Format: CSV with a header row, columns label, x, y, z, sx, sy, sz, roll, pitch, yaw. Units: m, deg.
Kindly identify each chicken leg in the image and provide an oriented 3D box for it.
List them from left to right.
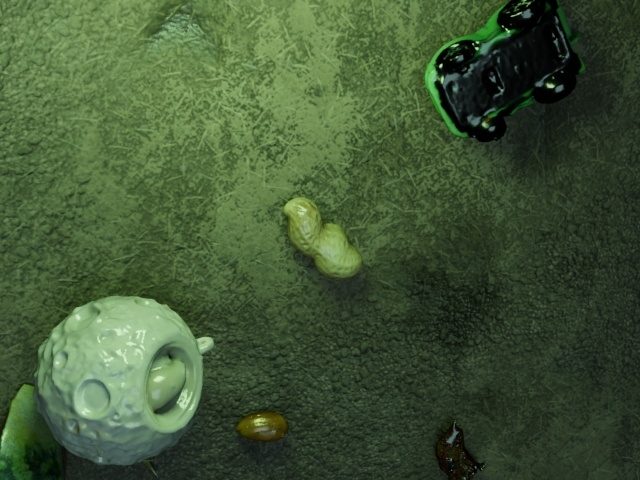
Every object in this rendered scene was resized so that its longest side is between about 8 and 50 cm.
label,x,y,z,sx,sy,sz,roll,pitch,yaw
chicken leg,0.356,0.565,2.079,0.105,0.063,0.234,-35,116,-5

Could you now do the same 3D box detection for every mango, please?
label,x,y,z,sx,sy,sz,roll,pitch,yaw
mango,-0.135,0.442,1.891,0.127,0.063,0.077,6,118,-18

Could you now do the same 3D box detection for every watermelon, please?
label,x,y,z,sx,sy,sz,roll,pitch,yaw
watermelon,-0.645,0.476,1.699,0.193,0.310,0.232,-4,151,-14

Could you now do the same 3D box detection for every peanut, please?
label,x,y,z,sx,sy,sz,roll,pitch,yaw
peanut,0.000,0.000,1.730,0.228,0.085,0.104,43,87,-25

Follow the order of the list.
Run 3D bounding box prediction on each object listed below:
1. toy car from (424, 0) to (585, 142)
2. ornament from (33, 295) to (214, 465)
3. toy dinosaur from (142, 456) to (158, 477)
label,x,y,z,sx,sy,sz,roll,pitch,yaw
toy car,0.383,-0.368,1.636,0.358,0.176,0.213,-32,116,4
ornament,-0.404,0.276,1.604,0.337,0.337,0.337,-6,114,-13
toy dinosaur,-0.401,0.504,1.863,0.041,0.026,0.113,-37,108,9
